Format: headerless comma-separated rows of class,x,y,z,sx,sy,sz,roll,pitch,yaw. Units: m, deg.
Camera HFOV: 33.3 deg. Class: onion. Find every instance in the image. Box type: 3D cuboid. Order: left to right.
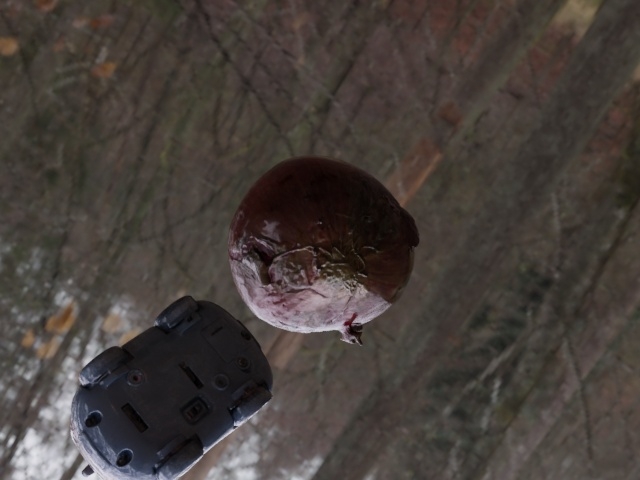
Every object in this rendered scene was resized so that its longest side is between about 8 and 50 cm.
onion,0.003,0.020,1.971,0.353,0.353,0.353,31,-165,-9

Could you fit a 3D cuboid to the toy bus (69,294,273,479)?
toy bus,-0.226,0.236,1.542,0.197,0.232,0.294,48,-126,6
